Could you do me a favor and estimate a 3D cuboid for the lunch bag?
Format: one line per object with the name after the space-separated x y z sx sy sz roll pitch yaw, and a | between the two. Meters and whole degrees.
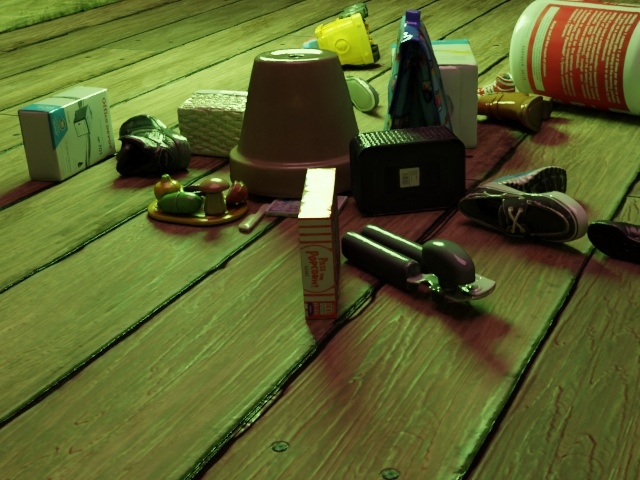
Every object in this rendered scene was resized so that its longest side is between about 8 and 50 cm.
0.176 -0.268 1.779 0.138 0.293 0.221 0 23 7 | lunch bag

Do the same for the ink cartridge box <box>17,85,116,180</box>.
-0.493 -0.212 1.932 0.082 0.139 0.191 6 24 24 | ink cartridge box

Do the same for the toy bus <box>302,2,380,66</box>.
0.044 -0.536 2.664 0.212 0.149 0.220 -17 19 9 | toy bus

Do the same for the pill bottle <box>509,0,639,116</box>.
0.628 -0.387 2.088 0.408 0.228 0.229 19 31 41 | pill bottle

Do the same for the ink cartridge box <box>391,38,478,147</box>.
0.229 -0.301 2.009 0.168 0.171 0.232 -2 22 4 | ink cartridge box

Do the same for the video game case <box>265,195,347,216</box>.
-0.023 -0.059 1.671 0.122 0.011 0.087 3 24 15 | video game case

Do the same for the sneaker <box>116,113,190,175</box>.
-0.363 -0.189 1.928 0.130 0.087 0.228 -12 29 -35 | sneaker

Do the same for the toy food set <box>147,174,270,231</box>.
-0.194 -0.080 1.666 0.218 0.071 0.128 7 25 23 | toy food set

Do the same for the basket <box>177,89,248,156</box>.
-0.195 -0.234 1.982 0.167 0.113 0.103 6 26 21 | basket

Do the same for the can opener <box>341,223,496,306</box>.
0.132 0.023 1.367 0.074 0.093 0.280 -18 22 -30 | can opener

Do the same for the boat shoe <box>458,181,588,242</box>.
0.304 -0.036 1.501 0.070 0.077 0.219 -22 23 -32 | boat shoe

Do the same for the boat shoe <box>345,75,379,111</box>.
0.101 -0.344 2.257 0.065 0.075 0.206 -13 20 -15 | boat shoe

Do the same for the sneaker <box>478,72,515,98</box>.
0.396 -0.352 2.243 0.042 0.067 0.118 -23 30 -40 | sneaker

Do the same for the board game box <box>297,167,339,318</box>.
0.000 0.000 1.354 0.045 0.146 0.193 -2 24 4 | board game box

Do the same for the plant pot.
-0.036 -0.219 1.762 0.263 0.229 0.263 -1 20 0 | plant pot

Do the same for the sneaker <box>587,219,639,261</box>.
0.480 0.000 1.421 0.170 0.051 0.089 21 32 35 | sneaker

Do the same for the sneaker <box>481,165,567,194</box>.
0.337 -0.095 1.645 0.162 0.063 0.073 -11 21 -18 | sneaker

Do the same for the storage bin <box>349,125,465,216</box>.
0.144 -0.117 1.643 0.180 0.122 0.084 -6 23 -7 | storage bin

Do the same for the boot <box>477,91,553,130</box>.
0.391 -0.272 2.055 0.153 0.072 0.197 8 13 22 | boot
